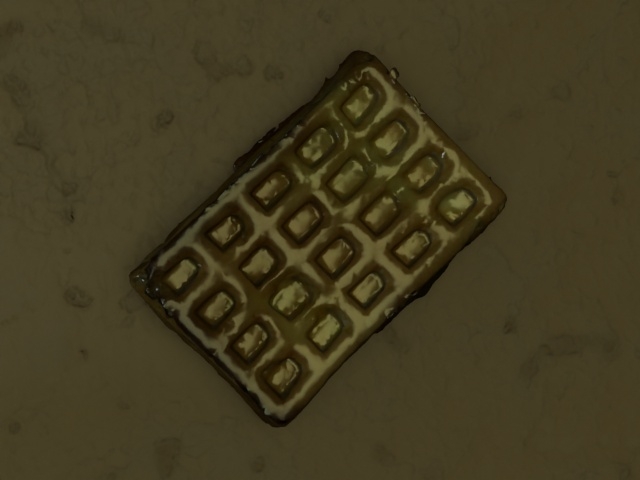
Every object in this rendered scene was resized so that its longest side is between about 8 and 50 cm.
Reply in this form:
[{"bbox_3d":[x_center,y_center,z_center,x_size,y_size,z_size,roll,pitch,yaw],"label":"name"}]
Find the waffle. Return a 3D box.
[{"bbox_3d":[0.000,0.000,1.756,0.328,0.098,0.224,-45,97,-8],"label":"waffle"}]
